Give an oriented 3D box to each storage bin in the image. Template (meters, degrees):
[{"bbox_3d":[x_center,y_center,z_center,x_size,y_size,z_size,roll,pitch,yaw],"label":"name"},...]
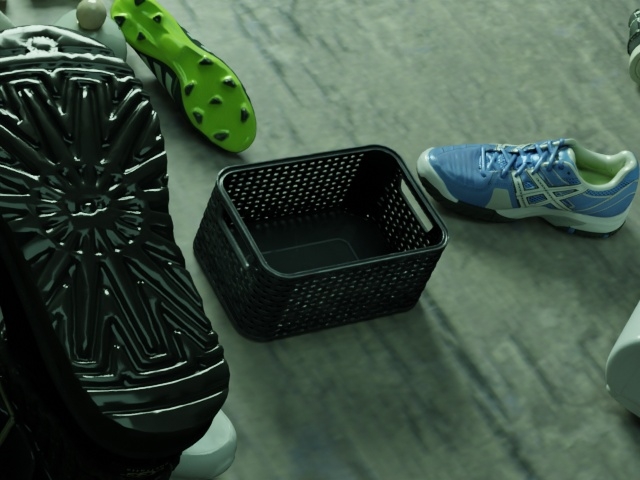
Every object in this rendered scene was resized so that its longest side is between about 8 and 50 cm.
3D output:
[{"bbox_3d":[0.000,0.000,1.477,0.180,0.084,0.122,-11,54,-30],"label":"storage bin"}]

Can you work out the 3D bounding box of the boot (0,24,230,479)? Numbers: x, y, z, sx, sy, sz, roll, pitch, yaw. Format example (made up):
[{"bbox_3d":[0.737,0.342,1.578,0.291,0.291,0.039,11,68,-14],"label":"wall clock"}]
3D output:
[{"bbox_3d":[-0.185,0.055,1.212,0.131,0.260,0.348,-4,58,-24],"label":"boot"}]

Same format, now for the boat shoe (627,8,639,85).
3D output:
[{"bbox_3d":[0.428,-0.190,1.835,0.233,0.084,0.079,10,46,-10],"label":"boat shoe"}]

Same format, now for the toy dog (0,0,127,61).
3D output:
[{"bbox_3d":[-0.273,-0.125,1.424,0.220,0.161,0.334,20,44,-5],"label":"toy dog"}]

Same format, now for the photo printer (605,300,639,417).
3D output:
[{"bbox_3d":[0.411,0.079,1.557,0.256,0.107,0.307,31,44,7],"label":"photo printer"}]

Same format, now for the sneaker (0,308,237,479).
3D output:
[{"bbox_3d":[-0.151,0.084,1.311,0.232,0.115,0.090,38,46,13],"label":"sneaker"}]

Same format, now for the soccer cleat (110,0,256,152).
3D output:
[{"bbox_3d":[-0.118,-0.151,1.588,0.060,0.072,0.179,-41,86,2],"label":"soccer cleat"}]

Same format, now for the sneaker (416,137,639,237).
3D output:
[{"bbox_3d":[0.190,-0.063,1.618,0.211,0.081,0.080,6,49,-16],"label":"sneaker"}]
